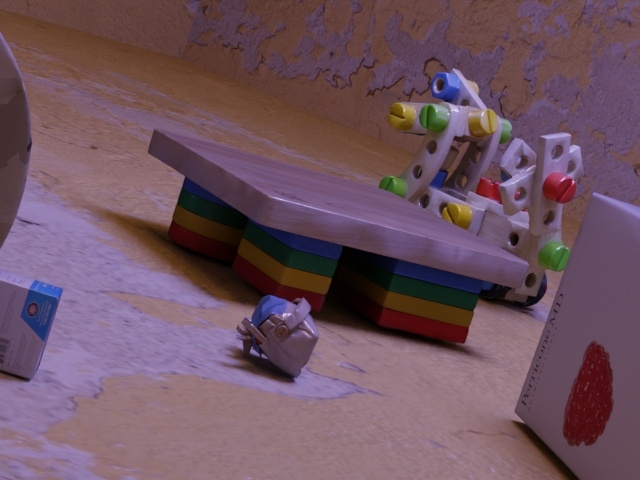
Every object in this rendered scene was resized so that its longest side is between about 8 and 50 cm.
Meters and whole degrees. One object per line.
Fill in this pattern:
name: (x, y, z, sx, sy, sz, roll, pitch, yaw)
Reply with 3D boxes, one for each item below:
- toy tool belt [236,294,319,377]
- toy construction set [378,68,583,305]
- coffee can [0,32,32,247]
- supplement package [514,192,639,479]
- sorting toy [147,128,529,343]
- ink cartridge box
toy tool belt: (-0.032, 0.057, 1.081, 0.051, 0.052, 0.083, 26, 6, -12)
toy construction set: (0.183, -0.056, 1.741, 0.151, 0.215, 0.328, 14, 9, -25)
coffee can: (-0.300, -0.077, 0.827, 0.201, 0.201, 0.275, 12, 11, -41)
supplement package: (0.267, 0.096, 1.032, 0.175, 0.177, 0.293, 16, 8, -13)
sorting toy: (0.000, 0.000, 1.400, 0.257, 0.089, 0.255, 14, 9, -30)
ink cartridge box: (-0.185, 0.037, 0.865, 0.083, 0.048, 0.028, 18, 8, -5)
